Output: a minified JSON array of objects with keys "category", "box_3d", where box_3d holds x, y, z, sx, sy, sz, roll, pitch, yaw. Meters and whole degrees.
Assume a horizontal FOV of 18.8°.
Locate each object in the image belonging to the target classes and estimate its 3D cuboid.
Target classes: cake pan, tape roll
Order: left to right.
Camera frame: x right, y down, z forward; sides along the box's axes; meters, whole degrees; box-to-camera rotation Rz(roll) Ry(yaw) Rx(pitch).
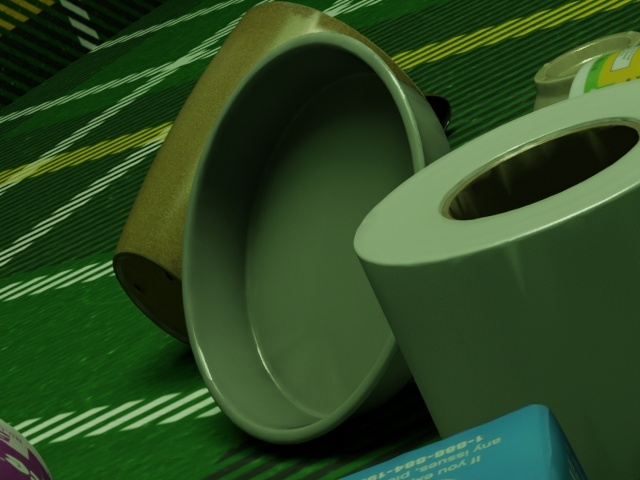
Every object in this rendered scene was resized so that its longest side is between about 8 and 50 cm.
[{"category":"cake pan","box_3d":[0.000,0.000,1.380,0.054,0.293,0.293,8,-6,-36]},{"category":"tape roll","box_3d":[0.163,0.027,1.165,0.246,0.169,0.246,-22,16,7]}]

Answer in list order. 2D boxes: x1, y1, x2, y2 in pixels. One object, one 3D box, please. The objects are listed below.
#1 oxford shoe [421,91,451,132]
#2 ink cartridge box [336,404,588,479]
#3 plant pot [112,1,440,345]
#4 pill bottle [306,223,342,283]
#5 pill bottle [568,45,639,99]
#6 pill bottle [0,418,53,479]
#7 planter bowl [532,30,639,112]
[{"category":"oxford shoe","box_3d":[0.063,-0.099,1.912,0.096,0.083,0.227,-9,22,33]},{"category":"ink cartridge box","box_3d":[-0.008,0.248,0.695,0.285,0.166,0.395,-22,16,11]},{"category":"plant pot","box_3d":[-0.053,-0.035,1.667,0.237,0.237,0.254,-3,41,54]},{"category":"pill bottle","box_3d":[0.037,0.010,1.489,0.124,0.124,0.221,-30,21,-17]},{"category":"pill bottle","box_3d":[0.315,-0.095,1.394,0.245,0.136,0.136,-14,18,35]},{"category":"pill bottle","box_3d":[-0.228,0.214,1.148,0.169,0.169,0.301,-26,16,-5]},{"category":"planter bowl","box_3d":[0.241,-0.106,1.602,0.162,0.109,0.162,-23,16,7]}]
